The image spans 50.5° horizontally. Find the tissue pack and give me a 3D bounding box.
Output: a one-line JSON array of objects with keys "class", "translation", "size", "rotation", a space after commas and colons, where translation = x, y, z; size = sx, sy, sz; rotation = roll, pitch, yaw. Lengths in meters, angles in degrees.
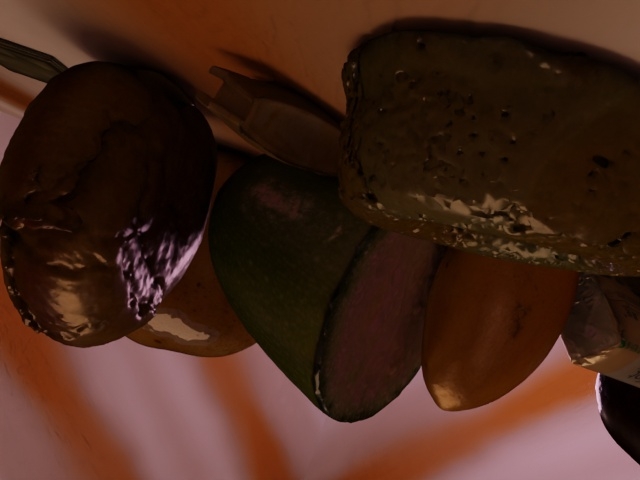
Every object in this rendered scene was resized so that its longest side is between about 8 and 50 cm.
[{"class": "tissue pack", "translation": [0.397, 0.102, 0.901], "size": [0.222, 0.090, 0.186], "rotation": [22, -139, -34]}]

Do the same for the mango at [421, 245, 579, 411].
[{"class": "mango", "translation": [0.209, 0.085, 0.806], "size": [0.138, 0.256, 0.187], "rotation": [17, 177, 42]}]

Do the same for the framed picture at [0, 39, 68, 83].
[{"class": "framed picture", "translation": [-0.432, -0.259, 0.999], "size": [0.173, 0.010, 0.231], "rotation": [19, 178, -1]}]

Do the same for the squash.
[{"class": "squash", "translation": [-0.024, 0.021, 0.839], "size": [0.309, 0.310, 0.310], "rotation": [23, 180, 30]}]

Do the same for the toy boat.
[{"class": "toy boat", "translation": [-0.034, -0.111, 0.652], "size": [0.072, 0.064, 0.206], "rotation": [38, -169, 36]}]

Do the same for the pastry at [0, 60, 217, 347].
[{"class": "pastry", "translation": [-0.236, -0.042, 0.796], "size": [0.164, 0.355, 0.356], "rotation": [9, 176, 8]}]

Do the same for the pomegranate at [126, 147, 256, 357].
[{"class": "pomegranate", "translation": [-0.218, 0.020, 1.274], "size": [0.417, 0.416, 0.416], "rotation": [19, 178, 1]}]

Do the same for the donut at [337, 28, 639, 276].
[{"class": "donut", "translation": [0.134, -0.037, 0.460], "size": [0.272, 0.107, 0.272], "rotation": [18, 179, 0]}]

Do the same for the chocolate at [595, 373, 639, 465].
[{"class": "chocolate", "translation": [0.729, 0.326, 1.321], "size": [0.384, 0.383, 0.331], "rotation": [20, -176, -18]}]
